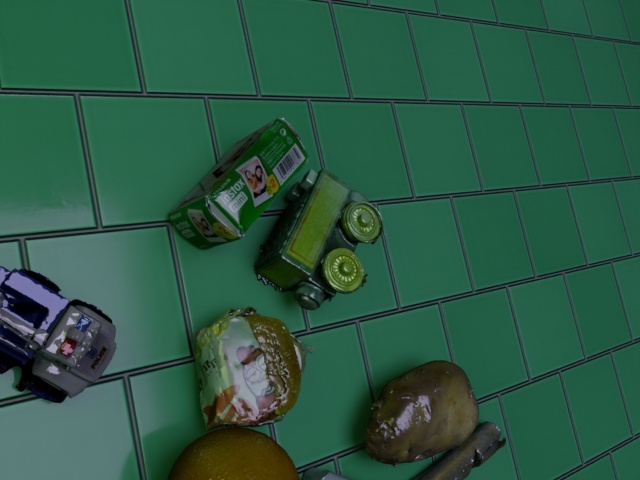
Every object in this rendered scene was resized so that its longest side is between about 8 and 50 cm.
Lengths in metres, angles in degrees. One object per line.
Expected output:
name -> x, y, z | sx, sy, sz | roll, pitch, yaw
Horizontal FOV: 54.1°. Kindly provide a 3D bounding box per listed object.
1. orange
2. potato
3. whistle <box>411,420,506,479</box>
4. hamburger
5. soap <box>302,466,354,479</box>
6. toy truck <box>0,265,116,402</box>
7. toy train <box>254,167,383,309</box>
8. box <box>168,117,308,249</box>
orange -> -0.137, 0.406, 0.987 | 0.236, 0.236, 0.237 | 9, 73, -32
potato -> 0.204, 0.357, 1.290 | 0.296, 0.141, 0.192 | -15, 103, -37
whistle -> 0.286, 0.495, 1.359 | 0.326, 0.057, 0.068 | -21, 45, -36
hamburger -> -0.107, 0.224, 1.118 | 0.235, 0.125, 0.214 | 1, 79, -23
soap -> 0.049, 0.517, 1.186 | 0.198, 0.066, 0.119 | 30, 61, -24
toy truck -> -0.403, 0.133, 0.917 | 0.213, 0.177, 0.161 | 36, 59, -21
toy train -> 0.000, 0.000, 1.238 | 0.188, 0.159, 0.272 | 34, 62, -15
box -> -0.147, -0.101, 1.150 | 0.103, 0.180, 0.250 | 49, 55, -18
